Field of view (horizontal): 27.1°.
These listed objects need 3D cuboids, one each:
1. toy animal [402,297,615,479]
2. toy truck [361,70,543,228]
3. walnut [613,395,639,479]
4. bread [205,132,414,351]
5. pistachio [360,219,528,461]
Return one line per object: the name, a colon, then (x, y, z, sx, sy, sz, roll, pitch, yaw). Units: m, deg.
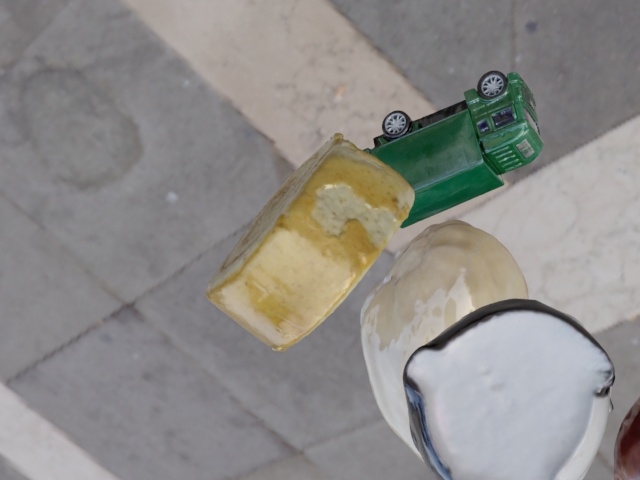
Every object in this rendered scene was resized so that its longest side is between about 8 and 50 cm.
toy animal: (0.170, 0.147, 1.166, 0.165, 0.187, 0.235, 25, 175, 17)
toy truck: (0.112, -0.079, 1.104, 0.147, 0.079, 0.065, -24, 152, 17)
walnut: (0.475, 0.250, 1.485, 0.244, 0.222, 0.269, 34, 151, -23)
bread: (0.000, 0.000, 0.808, 0.073, 0.149, 0.122, 41, 136, -7)
pistachio: (0.159, 0.131, 1.676, 0.213, 0.193, 0.318, -3, 111, 2)
